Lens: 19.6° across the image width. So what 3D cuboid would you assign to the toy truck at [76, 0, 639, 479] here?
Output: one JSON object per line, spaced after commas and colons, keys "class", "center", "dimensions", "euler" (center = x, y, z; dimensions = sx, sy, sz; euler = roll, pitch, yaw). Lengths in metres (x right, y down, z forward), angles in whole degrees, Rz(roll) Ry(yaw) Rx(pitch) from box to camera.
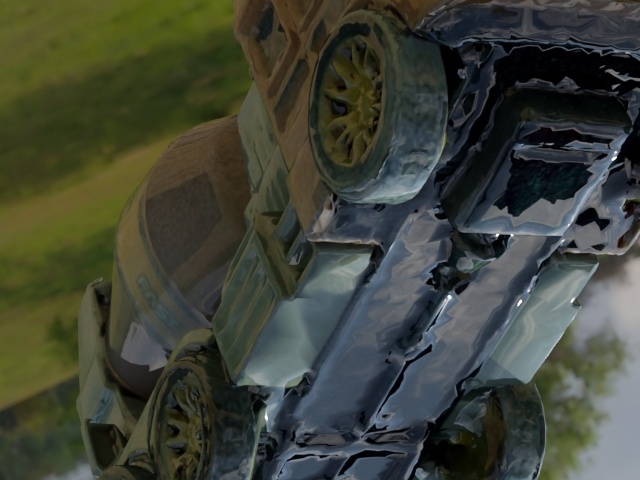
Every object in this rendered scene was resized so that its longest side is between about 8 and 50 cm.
{"class": "toy truck", "center": [0.000, 0.000, 0.507], "dimensions": [0.108, 0.140, 0.256], "euler": [3, 135, -28]}
